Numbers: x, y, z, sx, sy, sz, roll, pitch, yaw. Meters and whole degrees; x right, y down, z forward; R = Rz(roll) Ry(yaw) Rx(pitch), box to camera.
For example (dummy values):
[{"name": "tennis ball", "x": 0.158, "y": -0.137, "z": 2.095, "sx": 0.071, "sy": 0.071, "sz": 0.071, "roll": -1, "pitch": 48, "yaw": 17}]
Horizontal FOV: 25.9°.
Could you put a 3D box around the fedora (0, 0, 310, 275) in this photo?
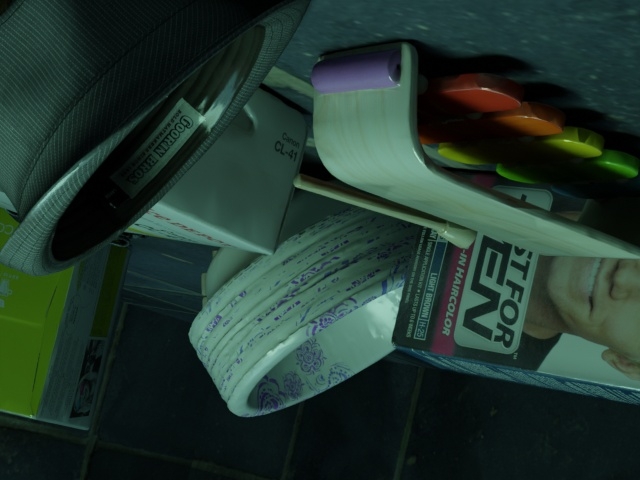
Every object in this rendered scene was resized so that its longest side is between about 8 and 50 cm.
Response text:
[{"name": "fedora", "x": -0.136, "y": -0.099, "z": 0.873, "sx": 0.124, "sy": 0.244, "sz": 0.275, "roll": 46, "pitch": 153, "yaw": 3}]

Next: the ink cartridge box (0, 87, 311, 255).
[{"name": "ink cartridge box", "x": -0.201, "y": -0.089, "z": 1.172, "sx": 0.306, "sy": 0.131, "sz": 0.226, "roll": 9, "pitch": 171, "yaw": 35}]

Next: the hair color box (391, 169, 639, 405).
[{"name": "hair color box", "x": 0.245, "y": 0.045, "z": 1.189, "sx": 0.347, "sy": 0.174, "sz": 0.105, "roll": 7, "pitch": 168, "yaw": 35}]

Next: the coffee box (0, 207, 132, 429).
[{"name": "coffee box", "x": -0.548, "y": 0.112, "z": 2.352, "sx": 0.338, "sy": 0.338, "sz": 0.334, "roll": 12, "pitch": 171, "yaw": 7}]

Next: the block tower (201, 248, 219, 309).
[{"name": "block tower", "x": 0.019, "y": 0.052, "z": 1.678, "sx": 0.335, "sy": 0.091, "sz": 0.097, "roll": -1, "pitch": -176, "yaw": 28}]

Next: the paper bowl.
[{"name": "paper bowl", "x": -0.001, "y": 0.047, "z": 1.413, "sx": 0.148, "sy": 0.284, "sz": 0.284, "roll": 57, "pitch": -174, "yaw": 18}]

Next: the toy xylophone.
[{"name": "toy xylophone", "x": 0.118, "y": -0.054, "z": 1.050, "sx": 0.323, "sy": 0.081, "sz": 0.236, "roll": 21, "pitch": 169, "yaw": -40}]

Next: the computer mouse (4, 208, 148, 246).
[{"name": "computer mouse", "x": -0.336, "y": -0.038, "z": 1.731, "sx": 0.188, "sy": 0.072, "sz": 0.272, "roll": 19, "pitch": -176, "yaw": -25}]

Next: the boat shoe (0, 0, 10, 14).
[{"name": "boat shoe", "x": -0.272, "y": -0.158, "z": 0.930, "sx": 0.096, "sy": 0.098, "sz": 0.277, "roll": 14, "pitch": 173, "yaw": -6}]
